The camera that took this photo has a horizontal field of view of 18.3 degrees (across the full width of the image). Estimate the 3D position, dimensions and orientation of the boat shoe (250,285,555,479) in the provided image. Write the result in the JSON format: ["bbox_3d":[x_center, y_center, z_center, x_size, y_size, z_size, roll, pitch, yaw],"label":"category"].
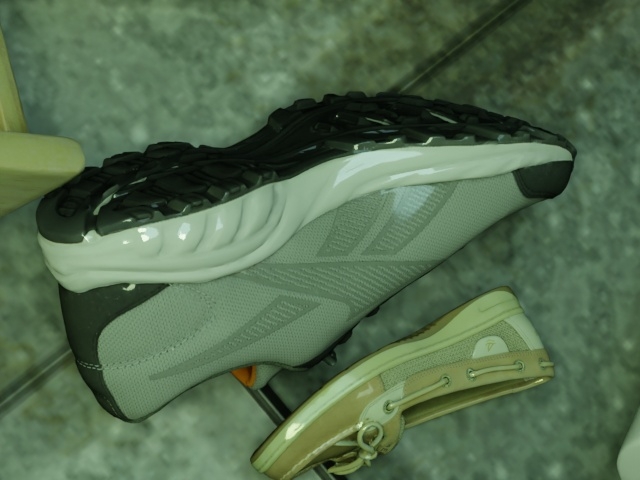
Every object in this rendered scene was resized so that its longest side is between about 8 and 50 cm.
[{"bbox_3d":[0.038,0.072,0.877,0.153,0.056,0.048,-27,77,-34],"label":"boat shoe"}]

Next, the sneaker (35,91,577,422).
[{"bbox_3d":[0.000,0.000,0.877,0.271,0.100,0.108,-18,113,-32],"label":"sneaker"}]

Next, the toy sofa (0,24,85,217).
[{"bbox_3d":[-0.242,-0.159,0.816,0.150,0.177,0.362,2,67,-52],"label":"toy sofa"}]

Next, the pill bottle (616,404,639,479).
[{"bbox_3d":[0.223,0.038,0.921,0.119,0.119,0.208,34,64,-6],"label":"pill bottle"}]
